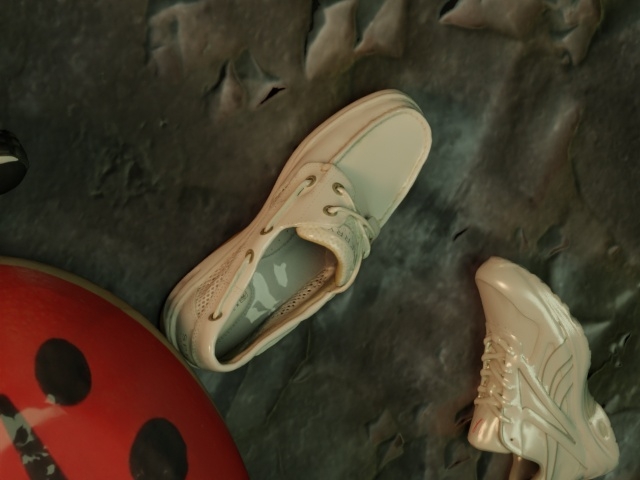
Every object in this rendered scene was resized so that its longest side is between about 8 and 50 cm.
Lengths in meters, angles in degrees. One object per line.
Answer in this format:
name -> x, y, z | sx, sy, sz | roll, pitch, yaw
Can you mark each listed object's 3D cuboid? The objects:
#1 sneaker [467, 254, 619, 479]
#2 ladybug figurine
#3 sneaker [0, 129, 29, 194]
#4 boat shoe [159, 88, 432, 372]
sneaker -> 0.169, 0.125, 1.503 | 0.115, 0.090, 0.232 | -30, 112, -15
ladybug figurine -> -0.186, 0.211, 1.292 | 0.305, 0.162, 0.449 | -37, 115, -16
sneaker -> -0.336, -0.006, 1.215 | 0.283, 0.107, 0.124 | -12, 115, -17
boat shoe -> 0.000, 0.000, 1.380 | 0.277, 0.096, 0.098 | -49, 118, -10
